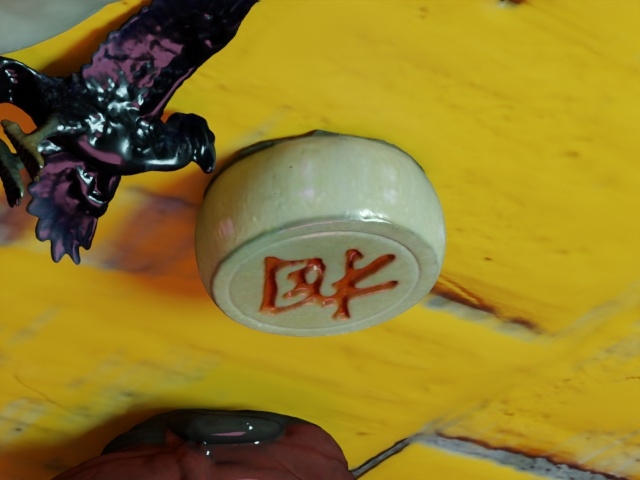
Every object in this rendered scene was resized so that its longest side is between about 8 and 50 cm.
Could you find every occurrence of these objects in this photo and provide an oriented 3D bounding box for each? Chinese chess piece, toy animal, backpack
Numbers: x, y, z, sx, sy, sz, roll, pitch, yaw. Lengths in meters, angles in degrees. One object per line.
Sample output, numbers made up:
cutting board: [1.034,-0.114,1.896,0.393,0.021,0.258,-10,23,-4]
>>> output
Chinese chess piece: [0.000,0.000,0.939,0.122,0.051,0.122,-5,147,-3]
toy animal: [-0.096,-0.051,0.850,0.108,0.062,0.220,-8,151,-33]
backpack: [-0.084,0.191,1.139,0.229,0.139,0.229,-8,148,-5]

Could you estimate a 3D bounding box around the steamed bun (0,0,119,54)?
steamed bun: [-0.104,-0.233,0.402,0.247,0.236,0.383,-12,142,26]
